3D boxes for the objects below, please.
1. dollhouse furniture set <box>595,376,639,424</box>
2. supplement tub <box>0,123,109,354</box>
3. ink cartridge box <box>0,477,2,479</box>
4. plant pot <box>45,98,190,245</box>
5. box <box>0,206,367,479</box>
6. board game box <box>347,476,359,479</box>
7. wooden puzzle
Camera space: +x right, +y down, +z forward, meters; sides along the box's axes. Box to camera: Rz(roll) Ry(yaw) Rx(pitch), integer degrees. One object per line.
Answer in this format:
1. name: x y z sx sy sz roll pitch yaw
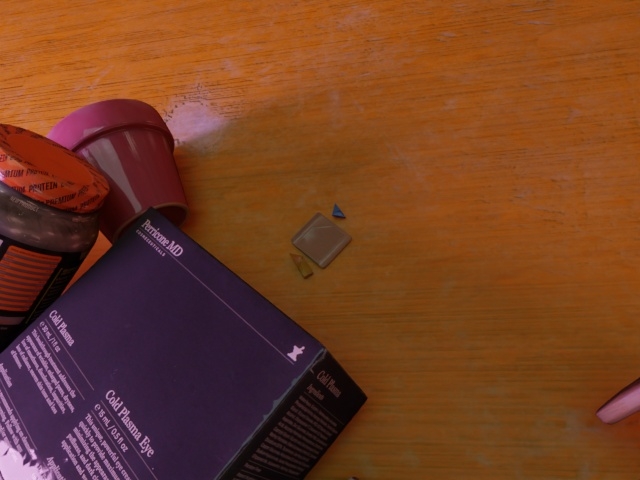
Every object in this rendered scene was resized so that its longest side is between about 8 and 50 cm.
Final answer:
1. dollhouse furniture set: 0.394 0.305 0.431 0.394 0.256 0.362 -24 59 -25
2. supplement tub: -0.429 0.021 0.631 0.193 0.194 0.316 42 99 27
3. ink cartridge box: -0.489 0.297 0.659 0.220 0.092 0.160 -15 61 5
4. plant pot: -0.310 -0.092 0.775 0.201 0.201 0.180 -31 76 -4
5. box: -0.181 0.183 0.577 0.343 0.179 0.312 33 75 34
6. board game box: 0.044 0.440 0.491 0.193 0.053 0.305 -34 61 -5
7. wooden puzzle: 0.000 0.000 0.750 0.116 0.014 0.078 -40 66 -9
